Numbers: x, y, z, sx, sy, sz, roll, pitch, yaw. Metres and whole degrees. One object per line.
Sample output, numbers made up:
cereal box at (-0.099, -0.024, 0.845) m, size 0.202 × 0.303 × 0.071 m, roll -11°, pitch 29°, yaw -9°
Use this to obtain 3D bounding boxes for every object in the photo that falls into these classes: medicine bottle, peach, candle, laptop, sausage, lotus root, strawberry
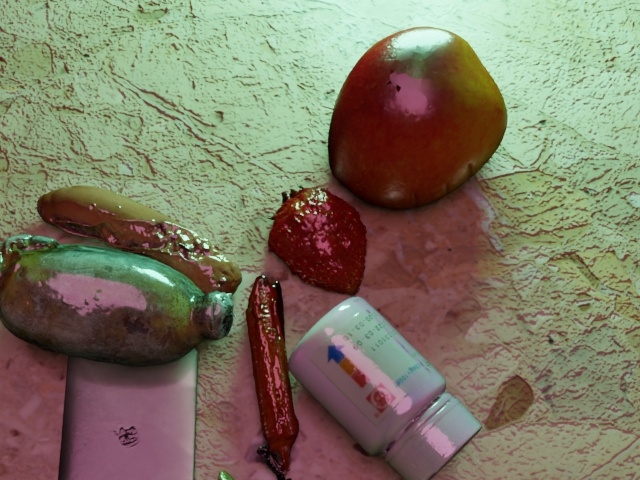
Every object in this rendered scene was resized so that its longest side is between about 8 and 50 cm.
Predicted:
medicine bottle at (0.088, 0.210, 1.566) m, size 0.152 × 0.152 × 0.254 m, roll -42°, pitch 77°, yaw -17°
peach at (0.128, -0.185, 1.711) m, size 0.275 × 0.245 × 0.248 m, roll -41°, pitch 47°, yaw -6°
candle at (-0.067, 0.196, 1.613) m, size 0.059 × 0.084 × 0.301 m, roll -15°, pitch 74°, yaw 25°
laptop at (-0.268, 0.275, 1.592) m, size 0.188 × 0.015 × 0.269 m, roll 1°, pitch 68°, yaw -3°
sausage at (-0.265, -0.007, 1.672) m, size 0.327 × 0.079 × 0.087 m, roll 25°, pitch 95°, yaw 7°
lotus root at (-0.293, 0.093, 1.584) m, size 0.350 × 0.175 × 0.175 m, roll 13°, pitch 68°, yaw 0°
strawberry at (0.000, 0.000, 1.691) m, size 0.147 × 0.082 × 0.187 m, roll -32°, pitch 78°, yaw -7°

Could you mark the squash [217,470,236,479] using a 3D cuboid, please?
squash at (-0.098, 0.440, 1.480) m, size 0.137 × 0.137 × 0.287 m, roll 4°, pitch 66°, yaw -2°
